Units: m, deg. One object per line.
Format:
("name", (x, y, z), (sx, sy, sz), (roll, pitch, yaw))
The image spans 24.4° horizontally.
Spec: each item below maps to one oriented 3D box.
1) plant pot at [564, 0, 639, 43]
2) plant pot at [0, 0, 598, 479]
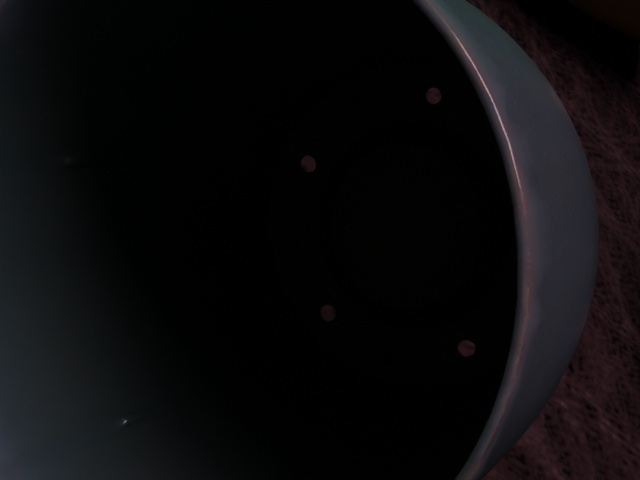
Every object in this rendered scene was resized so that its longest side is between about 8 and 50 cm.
("plant pot", (0.220, -0.299, 1.208), (0.254, 0.237, 0.237), (16, 47, -14))
("plant pot", (0.000, 0.000, 0.704), (0.293, 0.293, 0.235), (58, 26, 12))
